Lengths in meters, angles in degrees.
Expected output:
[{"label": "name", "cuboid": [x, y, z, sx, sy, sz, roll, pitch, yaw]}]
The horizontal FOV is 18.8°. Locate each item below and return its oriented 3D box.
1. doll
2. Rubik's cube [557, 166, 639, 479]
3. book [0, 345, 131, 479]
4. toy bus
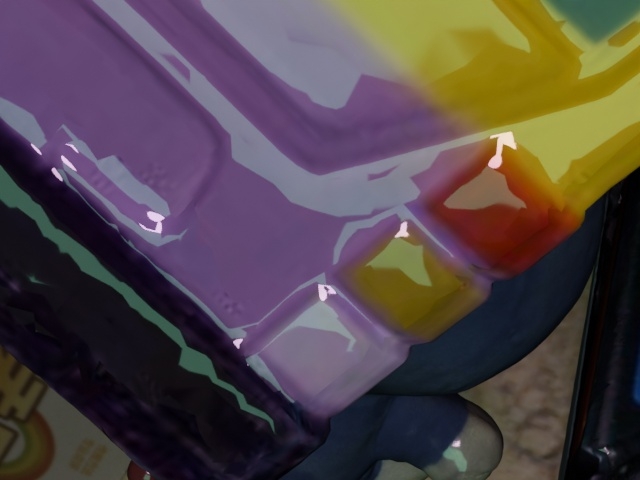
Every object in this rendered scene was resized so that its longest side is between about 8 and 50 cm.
[{"label": "doll", "cuboid": [0.000, 0.000, 0.777, 0.228, 0.154, 0.258, 40, 122, 5]}, {"label": "Rubik's cube", "cuboid": [0.212, 0.123, 0.758, 0.246, 0.250, 0.248, 10, 126, 7]}, {"label": "book", "cuboid": [-0.223, 0.042, 0.949, 0.295, 0.020, 0.208, 29, 124, -7]}, {"label": "toy bus", "cuboid": [0.004, -0.168, 0.513, 0.209, 0.440, 0.249, 43, 114, -15]}]
